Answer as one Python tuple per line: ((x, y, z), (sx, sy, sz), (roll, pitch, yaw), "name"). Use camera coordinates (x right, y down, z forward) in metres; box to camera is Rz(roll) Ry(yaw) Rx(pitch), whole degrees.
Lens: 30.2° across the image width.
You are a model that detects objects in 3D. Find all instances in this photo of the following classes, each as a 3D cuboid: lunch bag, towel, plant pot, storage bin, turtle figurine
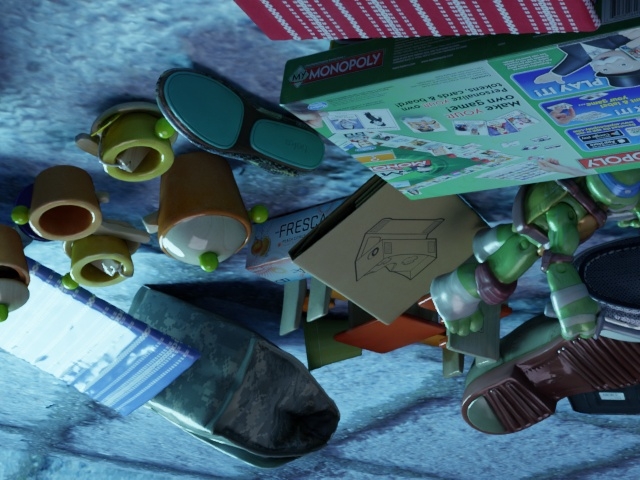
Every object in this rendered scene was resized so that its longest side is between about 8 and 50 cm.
((-0.129, 0.206, 1.664), (0.235, 0.169, 0.287), (20, 170, 35), "lunch bag")
((-0.331, 0.091, 1.431), (0.336, 0.040, 0.243), (31, 145, -14), "towel")
((0.029, -0.194, 0.783), (0.275, 0.031, 0.199), (5, 161, 31), "towel")
((0.017, 0.142, 1.668), (0.079, 0.083, 0.083), (-6, 158, -2), "plant pot")
((0.402, 0.178, 1.635), (0.122, 0.084, 0.180), (-2, 157, 19), "storage bin")
((0.257, 0.029, 1.161), (0.275, 0.197, 0.266), (22, 152, -24), "turtle figurine")

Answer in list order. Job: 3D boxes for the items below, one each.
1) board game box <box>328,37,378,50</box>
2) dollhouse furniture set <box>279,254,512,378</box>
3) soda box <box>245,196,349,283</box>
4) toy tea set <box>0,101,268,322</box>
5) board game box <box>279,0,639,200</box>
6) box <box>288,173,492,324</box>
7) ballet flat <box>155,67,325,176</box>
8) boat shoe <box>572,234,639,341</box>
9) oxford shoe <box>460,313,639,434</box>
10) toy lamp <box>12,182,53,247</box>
((0.068, -0.150, 0.996), (0.124, 0.039, 0.259), (8, 160, -2), "board game box")
((0.113, 0.101, 1.452), (0.262, 0.135, 0.259), (17, 155, -25), "dollhouse furniture set")
((0.000, 0.000, 1.340), (0.183, 0.058, 0.063), (-14, 151, 41), "soda box")
((-0.223, 0.005, 1.221), (0.336, 0.124, 0.200), (-32, 143, 29), "toy tea set")
((0.156, -0.109, 0.953), (0.317, 0.046, 0.213), (-7, 156, 34), "board game box")
((0.080, 0.002, 1.254), (0.164, 0.021, 0.201), (-41, 142, 10), "box")
((-0.084, -0.105, 1.109), (0.188, 0.070, 0.070), (26, 151, -33), "ballet flat")
((0.422, 0.019, 1.220), (0.341, 0.127, 0.158), (-3, 151, 2), "boat shoe")
((0.326, 0.121, 1.501), (0.348, 0.130, 0.123), (-27, 121, 25), "oxford shoe")
((-0.377, 0.008, 1.433), (0.080, 0.080, 0.275), (17, 155, -24), "toy lamp")
